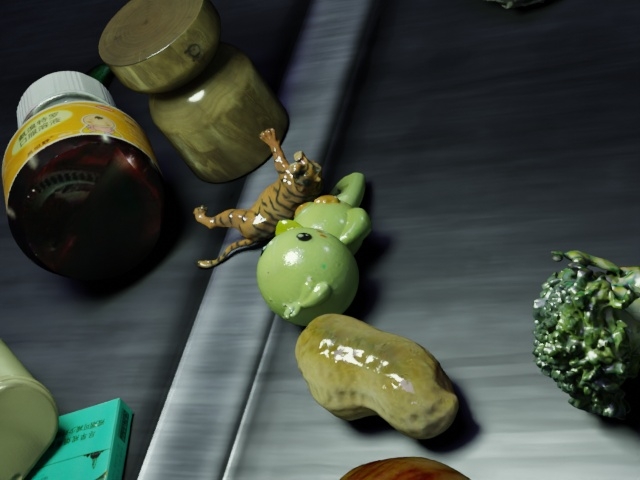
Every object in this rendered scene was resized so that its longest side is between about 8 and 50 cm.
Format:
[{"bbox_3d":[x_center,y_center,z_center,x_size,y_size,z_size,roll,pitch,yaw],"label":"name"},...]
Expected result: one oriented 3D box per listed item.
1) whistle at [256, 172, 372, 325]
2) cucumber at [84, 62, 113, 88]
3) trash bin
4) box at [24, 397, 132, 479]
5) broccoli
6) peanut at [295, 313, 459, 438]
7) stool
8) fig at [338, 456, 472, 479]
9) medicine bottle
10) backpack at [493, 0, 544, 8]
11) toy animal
[{"bbox_3d":[-0.007,-0.005,1.806,0.141,0.141,0.294,-14,44,25],"label":"whistle"},{"bbox_3d":[-0.435,-0.213,2.380,0.056,0.056,0.284,0,47,36],"label":"cucumber"},{"bbox_3d":[-0.483,0.256,1.868,0.243,0.121,0.247,-52,30,-3],"label":"trash bin"},{"bbox_3d":[-0.334,0.325,1.792,0.161,0.042,0.226,-20,42,21],"label":"box"},{"bbox_3d":[0.362,0.097,1.474,0.275,0.177,0.198,-3,7,-3],"label":"broccoli"},{"bbox_3d":[0.066,0.165,1.614,0.120,0.110,0.236,-33,42,-31],"label":"peanut"},{"bbox_3d":[-0.185,-0.235,2.055,0.179,0.264,0.179,-19,43,19],"label":"stool"},{"bbox_3d":[0.091,0.332,1.369,0.235,0.214,0.235,-10,73,33],"label":"fig"},{"bbox_3d":[-0.381,-0.114,2.120,0.242,0.242,0.395,-37,32,0],"label":"medicine bottle"},{"bbox_3d":[0.272,-0.441,2.043,0.206,0.133,0.258,-25,46,0],"label":"backpack"},{"bbox_3d":[-0.082,-0.037,1.936,0.255,0.114,0.116,-47,48,25],"label":"toy animal"}]
